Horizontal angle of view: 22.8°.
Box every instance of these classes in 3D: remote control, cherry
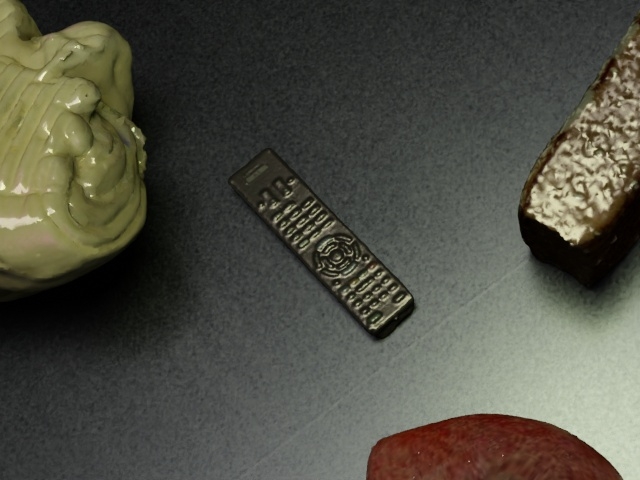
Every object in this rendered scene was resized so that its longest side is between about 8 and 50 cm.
[{"bbox_3d":[0.000,0.000,1.633,0.063,0.025,0.245,-41,66,-5],"label":"remote control"},{"bbox_3d":[0.154,0.266,1.410,0.239,0.206,0.239,-32,38,29],"label":"cherry"}]

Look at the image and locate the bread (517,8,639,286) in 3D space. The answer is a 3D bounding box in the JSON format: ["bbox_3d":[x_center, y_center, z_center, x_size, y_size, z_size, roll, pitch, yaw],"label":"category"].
[{"bbox_3d":[0.335,-0.152,1.534,0.113,0.165,0.416,32,79,21],"label":"bread"}]

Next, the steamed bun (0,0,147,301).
[{"bbox_3d":[-0.337,-0.078,1.632,0.352,0.247,0.339,5,54,8],"label":"steamed bun"}]
